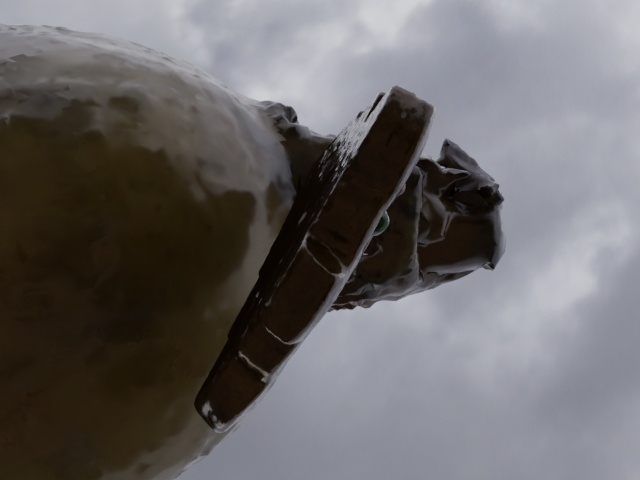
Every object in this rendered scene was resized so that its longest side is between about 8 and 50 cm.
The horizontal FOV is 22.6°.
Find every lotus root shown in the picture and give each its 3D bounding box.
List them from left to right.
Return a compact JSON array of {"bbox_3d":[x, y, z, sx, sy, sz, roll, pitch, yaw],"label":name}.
[{"bbox_3d":[-0.121,0.019,0.430,0.343,0.169,0.151,-17,-91,2],"label":"lotus root"}]

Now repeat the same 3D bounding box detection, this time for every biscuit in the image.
[{"bbox_3d":[0.000,0.000,0.345,0.016,0.092,0.082,31,-76,-4],"label":"biscuit"}]
